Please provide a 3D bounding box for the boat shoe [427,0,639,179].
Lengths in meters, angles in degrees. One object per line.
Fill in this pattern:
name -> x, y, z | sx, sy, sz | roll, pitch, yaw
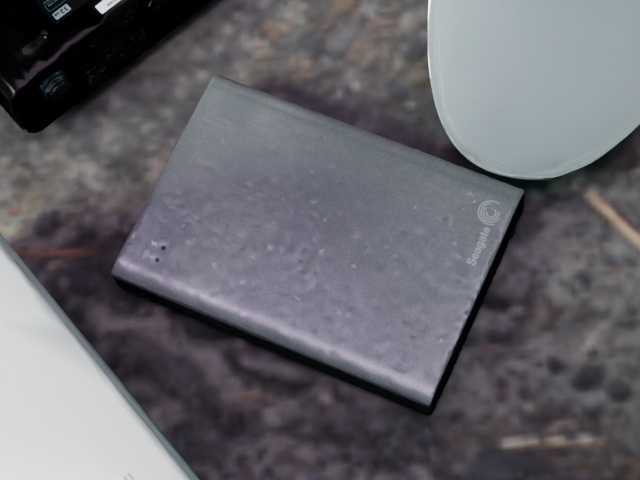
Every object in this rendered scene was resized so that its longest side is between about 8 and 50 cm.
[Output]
boat shoe -> 0.110, -0.175, 0.637 | 0.113, 0.105, 0.306 | 10, 94, -2

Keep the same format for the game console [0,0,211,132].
game console -> -0.224, -0.092, 0.670 | 0.361, 0.044, 0.213 | -38, 69, -10

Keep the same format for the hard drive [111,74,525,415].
hard drive -> 0.000, 0.000, 0.623 | 0.135, 0.022, 0.094 | 22, 72, 13

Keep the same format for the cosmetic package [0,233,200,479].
cosmetic package -> -0.153, 0.119, 0.528 | 0.224, 0.138, 0.224 | -38, 69, -10
